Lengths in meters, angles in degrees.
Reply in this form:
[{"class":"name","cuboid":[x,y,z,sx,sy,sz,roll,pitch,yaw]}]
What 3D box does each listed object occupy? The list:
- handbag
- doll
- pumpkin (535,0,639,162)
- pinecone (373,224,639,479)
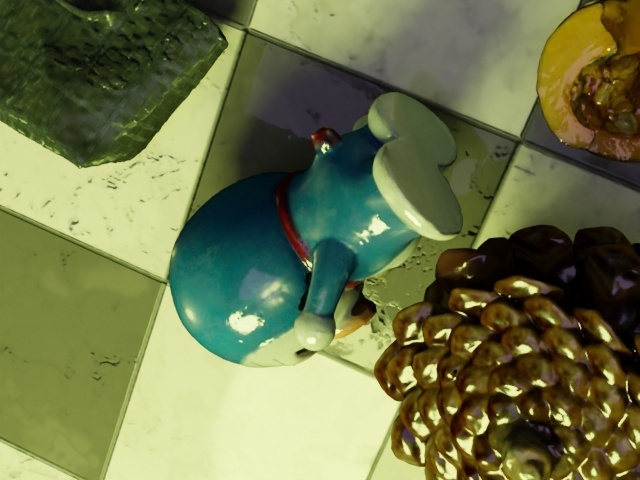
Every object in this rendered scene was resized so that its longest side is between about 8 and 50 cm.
[{"class":"handbag","cuboid":[-0.224,-0.177,0.771,0.270,0.088,0.175,32,103,4]},{"class":"doll","cuboid":[0.000,0.000,0.709,0.257,0.215,0.161,-31,117,34]},{"class":"pumpkin","cuboid":[0.255,-0.113,0.643,0.183,0.107,0.119,7,101,23]},{"class":"pinecone","cuboid":[0.186,0.108,0.655,0.264,0.264,0.264,4,107,14]}]
